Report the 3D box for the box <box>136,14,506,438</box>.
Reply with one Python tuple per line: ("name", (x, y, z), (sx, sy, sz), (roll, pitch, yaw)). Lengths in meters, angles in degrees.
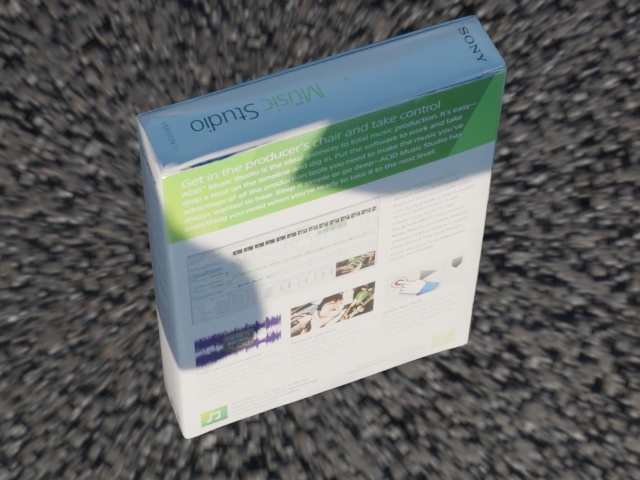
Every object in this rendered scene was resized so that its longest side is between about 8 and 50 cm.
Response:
("box", (0.000, 0.000, 1.269), (0.232, 0.322, 0.058), (-18, 58, -14))
